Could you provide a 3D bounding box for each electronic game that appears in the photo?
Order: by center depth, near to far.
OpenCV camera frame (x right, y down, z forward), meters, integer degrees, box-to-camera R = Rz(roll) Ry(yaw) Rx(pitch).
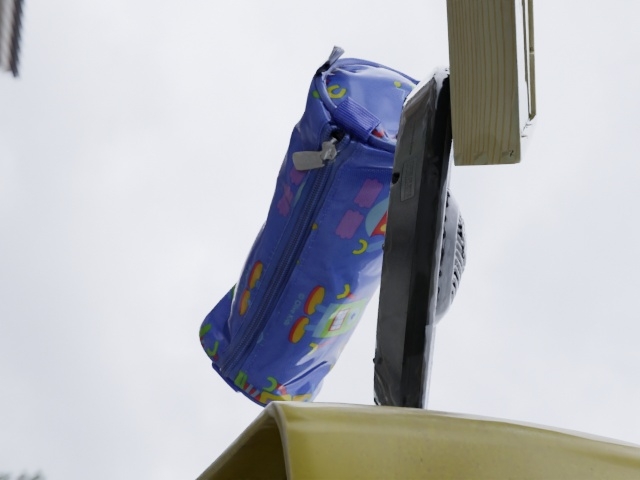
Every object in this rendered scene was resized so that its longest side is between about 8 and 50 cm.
[{"bbox_3d":[0.064,0.009,0.818,0.048,0.229,0.229,5,-61,6],"label":"electronic game"}]

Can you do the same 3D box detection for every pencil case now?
[{"bbox_3d":[0.000,0.000,1.080,0.119,0.133,0.306,43,-54,23],"label":"pencil case"}]

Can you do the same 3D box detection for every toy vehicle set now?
[{"bbox_3d":[0.105,-0.140,0.807,0.035,0.267,0.166,-2,-82,11],"label":"toy vehicle set"}]

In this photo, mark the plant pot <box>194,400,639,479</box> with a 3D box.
[{"bbox_3d":[0.063,0.180,0.535,0.212,0.187,0.212,128,-44,-65],"label":"plant pot"}]
